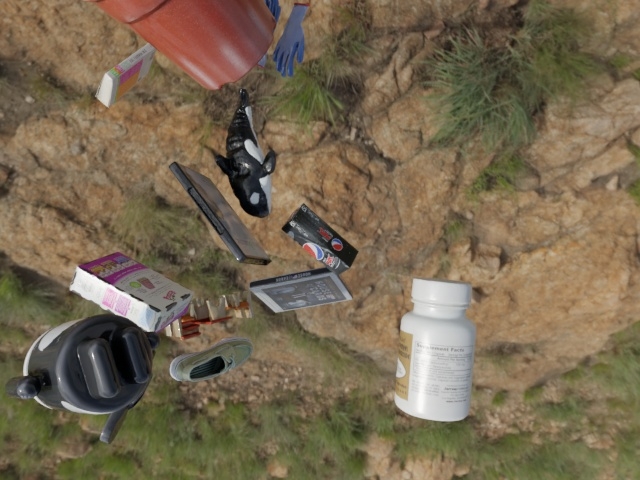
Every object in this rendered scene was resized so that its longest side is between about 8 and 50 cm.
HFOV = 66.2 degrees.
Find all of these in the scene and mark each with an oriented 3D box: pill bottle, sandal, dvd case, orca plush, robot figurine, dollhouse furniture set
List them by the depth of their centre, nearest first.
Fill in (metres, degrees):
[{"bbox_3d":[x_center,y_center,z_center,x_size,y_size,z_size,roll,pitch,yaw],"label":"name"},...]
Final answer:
[{"bbox_3d":[0.205,0.184,0.866,0.131,0.131,0.229,5,90,-10],"label":"pill bottle"},{"bbox_3d":[-0.420,0.222,0.890,0.278,0.173,0.209,-16,142,41],"label":"robot figurine"},{"bbox_3d":[-0.209,-0.052,1.052,0.022,0.180,0.253,-39,80,5],"label":"dvd case"},{"bbox_3d":[-0.180,-0.192,1.091,0.102,0.151,0.287,-4,96,-43],"label":"orca plush"},{"bbox_3d":[-0.496,0.412,1.307,0.055,0.254,0.097,21,160,-1],"label":"sandal"},{"bbox_3d":[-0.048,0.137,1.344,0.239,0.029,0.179,-11,148,15],"label":"dvd case"},{"bbox_3d":[-0.384,0.259,1.610,0.262,0.135,0.259,-10,180,-39],"label":"dollhouse furniture set"}]

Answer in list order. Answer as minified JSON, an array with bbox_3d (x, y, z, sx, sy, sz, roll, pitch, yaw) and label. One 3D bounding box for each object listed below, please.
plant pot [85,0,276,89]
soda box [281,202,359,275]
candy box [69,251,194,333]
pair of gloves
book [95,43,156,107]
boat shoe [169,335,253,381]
[{"bbox_3d":[-0.238,-0.440,0.900,0.272,0.272,0.265,-30,139,18],"label":"plant pot"},{"bbox_3d":[0.000,0.000,1.082,0.169,0.060,0.053,40,139,-10],"label":"soda box"},{"bbox_3d":[-0.450,0.123,1.189,0.233,0.159,0.071,26,106,8],"label":"candy box"},{"bbox_3d":[-0.093,-0.452,1.083,0.023,0.198,0.159,-1,115,-44],"label":"pair of gloves"},{"bbox_3d":[-0.421,-0.366,1.077,0.035,0.144,0.096,42,144,-12],"label":"book"},{"bbox_3d":[-0.316,0.379,1.525,0.302,0.094,0.109,-11,106,-49],"label":"boat shoe"}]
